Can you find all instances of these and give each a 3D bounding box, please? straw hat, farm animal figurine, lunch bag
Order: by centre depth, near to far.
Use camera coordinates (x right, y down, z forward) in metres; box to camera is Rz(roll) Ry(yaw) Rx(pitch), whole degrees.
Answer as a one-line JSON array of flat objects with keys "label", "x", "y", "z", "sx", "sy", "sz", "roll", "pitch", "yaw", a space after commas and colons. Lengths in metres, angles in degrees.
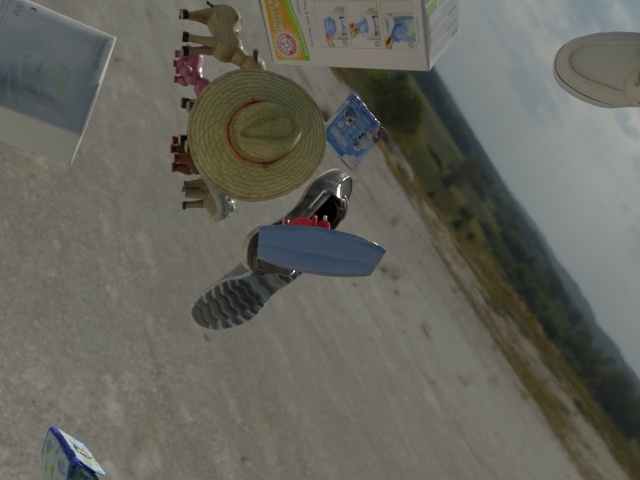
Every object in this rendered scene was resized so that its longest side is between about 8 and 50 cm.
[{"label": "straw hat", "x": -0.054, "y": -0.107, "z": 0.715, "sx": 0.144, "sy": 0.144, "sz": 0.061, "roll": 56, "pitch": -14, "yaw": -12}, {"label": "lunch bag", "x": -0.451, "y": 0.426, "z": 1.339, "sx": 0.129, "sy": 0.096, "sz": 0.151, "roll": 26, "pitch": -48, "yaw": 47}, {"label": "farm animal figurine", "x": -0.173, "y": -0.243, "z": 1.354, "sx": 0.327, "sy": 0.172, "sz": 0.330, "roll": -116, "pitch": -149, "yaw": -54}]

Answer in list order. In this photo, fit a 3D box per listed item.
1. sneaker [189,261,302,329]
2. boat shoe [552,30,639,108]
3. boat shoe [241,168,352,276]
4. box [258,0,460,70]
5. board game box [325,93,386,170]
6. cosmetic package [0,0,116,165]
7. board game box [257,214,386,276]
[{"label": "sneaker", "x": -0.155, "y": 0.097, "z": 1.581, "sx": 0.105, "sy": 0.281, "sz": 0.115, "roll": 64, "pitch": -17, "yaw": -16}, {"label": "boat shoe", "x": 0.400, "y": -0.190, "z": 0.846, "sx": 0.267, "sy": 0.096, "sz": 0.088, "roll": 23, "pitch": 5, "yaw": 23}, {"label": "boat shoe", "x": -0.011, "y": -0.029, "z": 1.355, "sx": 0.335, "sy": 0.095, "sz": 0.112, "roll": -42, "pitch": 140, "yaw": -44}, {"label": "box", "x": 0.045, "y": -0.269, "z": 0.849, "sx": 0.114, "sy": 0.203, "sz": 0.103, "roll": -52, "pitch": 142, "yaw": -43}, {"label": "board game box", "x": 0.053, "y": -0.180, "z": 1.224, "sx": 0.090, "sy": 0.090, "sz": 0.020, "roll": 44, "pitch": -9, "yaw": -30}, {"label": "cosmetic package", "x": -0.514, "y": -0.290, "z": 1.319, "sx": 0.225, "sy": 0.138, "sz": 0.224, "roll": 20, "pitch": 63, "yaw": -21}, {"label": "board game box", "x": 0.000, "y": 0.000, "z": 0.804, "sx": 0.168, "sy": 0.133, "sz": 0.033, "roll": 108, "pitch": -9, "yaw": -72}]
